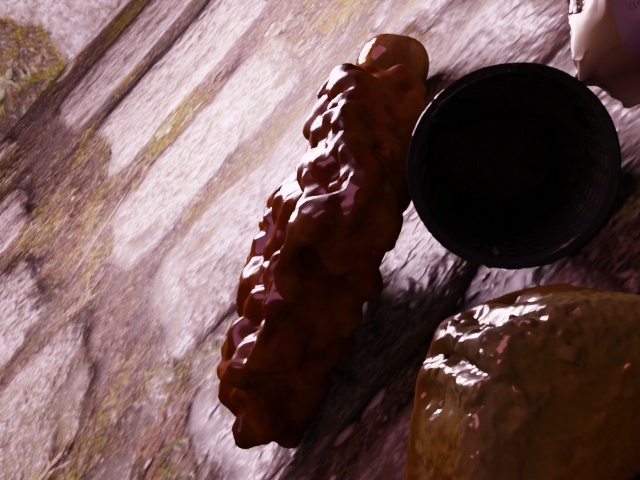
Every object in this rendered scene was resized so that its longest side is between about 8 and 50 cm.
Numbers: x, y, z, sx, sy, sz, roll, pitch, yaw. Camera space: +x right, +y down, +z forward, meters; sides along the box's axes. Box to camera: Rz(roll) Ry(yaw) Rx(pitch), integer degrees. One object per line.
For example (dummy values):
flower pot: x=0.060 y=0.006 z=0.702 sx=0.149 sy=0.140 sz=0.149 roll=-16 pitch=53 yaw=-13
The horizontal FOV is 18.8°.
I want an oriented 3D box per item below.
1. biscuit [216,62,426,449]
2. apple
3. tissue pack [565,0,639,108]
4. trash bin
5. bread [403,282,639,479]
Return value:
biscuit: x=0.000 y=0.000 z=1.766 sx=0.318 sy=0.111 sz=0.312 roll=-83 pitch=14 yaw=-59
apple: x=0.078 y=-0.186 z=2.105 sx=0.084 sy=0.084 sz=0.071 roll=-16 pitch=65 yaw=57
tissue pack: x=0.315 y=-0.254 z=1.588 sx=0.257 sy=0.123 sz=0.215 roll=-30 pitch=59 yaw=48
trash bin: x=0.154 y=-0.075 z=1.635 sx=0.175 sy=0.175 sz=0.161 roll=-47 pitch=10 yaw=7
bread: x=0.148 y=0.112 z=1.306 sx=0.262 sy=0.162 sz=0.204 roll=-39 pitch=6 yaw=-12
